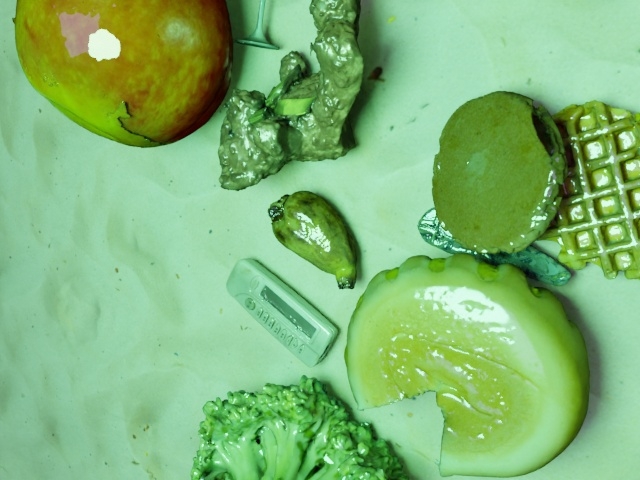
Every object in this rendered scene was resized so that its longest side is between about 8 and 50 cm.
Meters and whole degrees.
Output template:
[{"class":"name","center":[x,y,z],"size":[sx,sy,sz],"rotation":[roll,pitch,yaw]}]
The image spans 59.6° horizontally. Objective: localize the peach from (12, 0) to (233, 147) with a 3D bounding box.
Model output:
[{"class":"peach","center":[-0.296,-0.341,0.903],"size":[0.370,0.370,0.369],"rotation":[6,101,30]}]

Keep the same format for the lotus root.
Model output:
[{"class":"lotus root","center":[0.000,0.000,0.919],"size":[0.191,0.094,0.108],"rotation":[44,141,8]}]

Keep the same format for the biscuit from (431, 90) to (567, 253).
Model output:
[{"class":"biscuit","center":[0.230,-0.088,0.743],"size":[0.226,0.042,0.225],"rotation":[-1,88,58]}]

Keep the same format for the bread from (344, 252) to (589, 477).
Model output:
[{"class":"bread","center":[0.200,0.160,0.778],"size":[0.333,0.160,0.332],"rotation":[6,102,29]}]

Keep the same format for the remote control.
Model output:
[{"class":"remote control","center":[-0.072,0.123,1.001],"size":[0.230,0.049,0.090],"rotation":[39,115,21]}]

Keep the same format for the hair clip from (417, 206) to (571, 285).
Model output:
[{"class":"hair clip","center":[0.244,0.010,0.799],"size":[0.229,0.036,0.065],"rotation":[25,105,33]}]

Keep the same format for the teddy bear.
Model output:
[{"class":"teddy bear","center":[-0.052,-0.221,0.840],"size":[0.223,0.246,0.296],"rotation":[3,140,2]}]

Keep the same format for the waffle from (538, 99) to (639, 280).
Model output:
[{"class":"waffle","center":[0.370,-0.077,0.698],"size":[0.253,0.056,0.249],"rotation":[47,119,18]}]

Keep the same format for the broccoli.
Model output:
[{"class":"broccoli","center":[-0.031,0.387,0.905],"size":[0.339,0.317,0.277],"rotation":[32,105,-19]}]

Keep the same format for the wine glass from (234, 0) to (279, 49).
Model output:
[{"class":"wine glass","center":[-0.091,-0.417,0.906],"size":[0.079,0.079,0.195],"rotation":[18,107,28]}]
